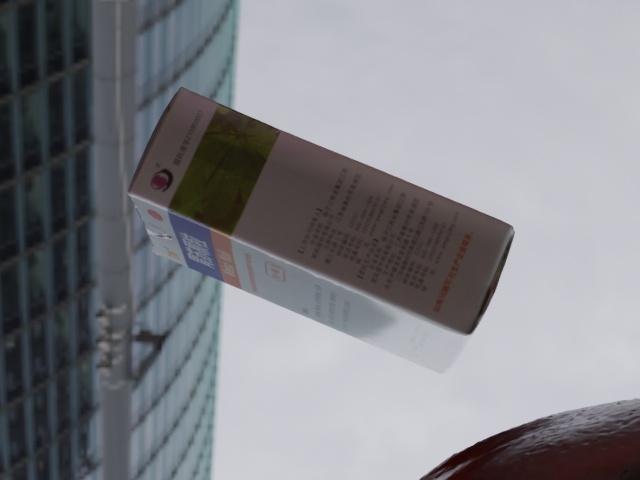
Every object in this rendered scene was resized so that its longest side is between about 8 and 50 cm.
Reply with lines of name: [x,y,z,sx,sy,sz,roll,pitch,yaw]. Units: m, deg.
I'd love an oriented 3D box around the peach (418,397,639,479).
peach: [0.136,0.178,0.592,0.275,0.248,0.245,-33,-149,-3]

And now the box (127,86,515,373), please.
box: [0.000,0.000,1.158,0.299,0.200,0.106,22,-104,5]
